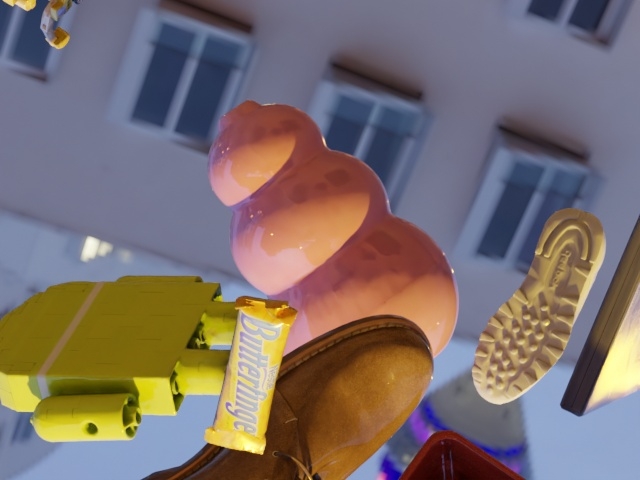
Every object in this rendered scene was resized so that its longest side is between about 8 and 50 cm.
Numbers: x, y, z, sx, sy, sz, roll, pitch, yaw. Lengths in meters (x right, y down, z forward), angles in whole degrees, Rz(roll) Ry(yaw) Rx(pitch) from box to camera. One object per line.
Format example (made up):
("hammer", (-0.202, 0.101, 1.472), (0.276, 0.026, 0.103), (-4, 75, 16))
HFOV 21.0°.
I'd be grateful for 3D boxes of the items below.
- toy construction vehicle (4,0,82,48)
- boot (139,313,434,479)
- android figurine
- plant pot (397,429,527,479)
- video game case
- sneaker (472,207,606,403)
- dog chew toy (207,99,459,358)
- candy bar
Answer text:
("toy construction vehicle", (-0.230, -0.205, 1.359), (0.086, 0.098, 0.035), (34, -124, 13))
("boot", (-0.026, 0.168, 1.189), (0.305, 0.112, 0.115), (-37, -154, -15))
("android figurine", (-0.193, 0.101, 1.607), (0.273, 0.056, 0.248), (-2, -151, 15))
("plant pot", (0.133, 0.364, 1.415), (0.267, 0.235, 0.267), (33, -110, 19))
("video game case", (0.286, 0.050, 1.513), (0.026, 0.196, 0.274), (24, -171, 18))
("sneaker", (0.249, 0.080, 1.906), (0.090, 0.235, 0.095), (31, 175, 17))
("dog chew toy", (0.000, 0.000, 1.819), (0.331, 0.207, 0.206), (57, -154, -4))
("candy bar", (-0.043, 0.083, 1.066), (0.040, 0.161, 0.018), (14, -129, -1))
